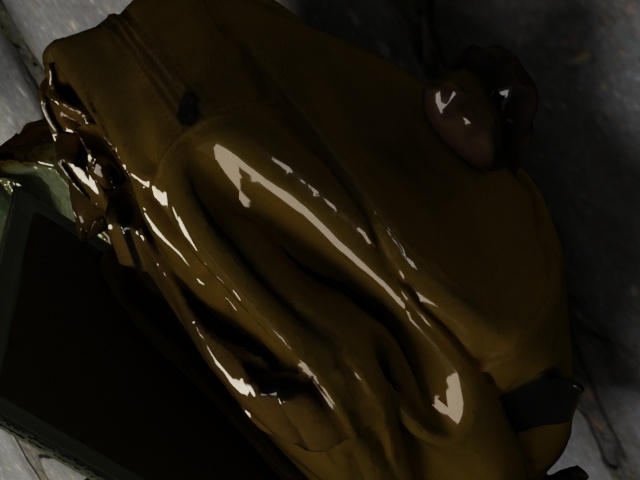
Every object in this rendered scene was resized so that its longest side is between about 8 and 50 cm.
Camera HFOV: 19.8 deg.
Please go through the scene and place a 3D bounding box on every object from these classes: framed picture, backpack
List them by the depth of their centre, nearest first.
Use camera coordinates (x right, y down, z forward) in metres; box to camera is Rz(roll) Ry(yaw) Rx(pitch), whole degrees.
[{"bbox_3d":[-0.005,0.003,1.027,0.378,0.201,0.353,49,167,18],"label":"backpack"},{"bbox_3d":[-0.080,0.102,1.116,0.293,0.231,0.018,34,115,-20],"label":"framed picture"}]

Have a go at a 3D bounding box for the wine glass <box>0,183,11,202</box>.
[{"bbox_3d":[-0.330,-0.100,1.444,0.126,0.126,0.241,17,138,44],"label":"wine glass"}]

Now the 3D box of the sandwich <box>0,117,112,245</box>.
[{"bbox_3d":[-0.133,0.018,1.340,0.251,0.087,0.226,56,162,-11],"label":"sandwich"}]

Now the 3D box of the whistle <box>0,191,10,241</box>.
[{"bbox_3d":[-0.269,-0.035,1.341,0.198,0.057,0.104,56,162,-8],"label":"whistle"}]

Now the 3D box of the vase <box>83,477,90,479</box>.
[{"bbox_3d":[-0.132,0.308,1.665,0.115,0.115,0.237,-10,112,57],"label":"vase"}]
